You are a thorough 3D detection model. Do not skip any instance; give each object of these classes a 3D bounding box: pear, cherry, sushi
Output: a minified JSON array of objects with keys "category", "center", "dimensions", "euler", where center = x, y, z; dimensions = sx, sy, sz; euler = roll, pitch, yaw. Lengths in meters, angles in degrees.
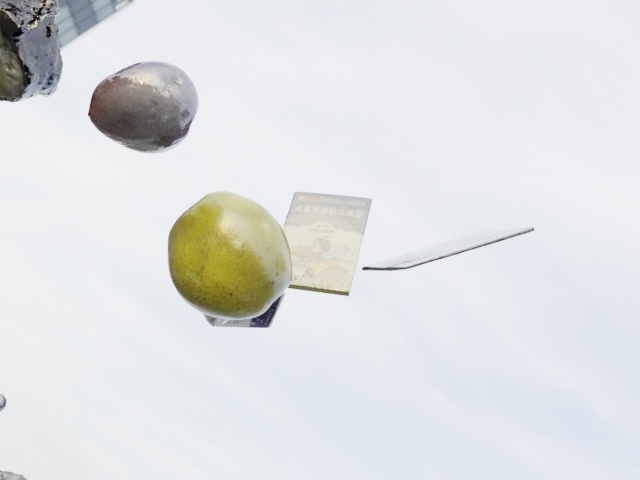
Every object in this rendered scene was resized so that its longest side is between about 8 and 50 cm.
[{"category":"pear","center":[-0.197,0.042,1.858],"dimensions":[0.294,0.294,0.294],"euler":[28,-35,23]},{"category":"cherry","center":[-0.362,-0.284,1.773],"dimensions":[0.183,0.266,0.213],"euler":[64,-34,26]},{"category":"sushi","center":[-0.671,-0.482,1.838],"dimensions":[0.234,0.207,0.348],"euler":[1,-71,35]}]

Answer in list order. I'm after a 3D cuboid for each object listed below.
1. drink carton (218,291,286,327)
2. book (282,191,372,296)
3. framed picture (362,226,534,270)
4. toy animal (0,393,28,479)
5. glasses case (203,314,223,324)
[{"category":"drink carton","center":[-0.233,0.181,2.485],"dimensions":[0.102,0.222,0.134],"euler":[46,-62,41]},{"category":"book","center":[0.000,0.000,2.226],"dimensions":[0.228,0.322,0.018],"euler":[6,-36,12]},{"category":"framed picture","center":[0.280,0.021,1.867],"dimensions":[0.244,0.324,0.013],"euler":[175,-101,-71]},{"category":"toy animal","center":[-0.622,0.354,1.360],"dimensions":[0.303,0.194,0.344],"euler":[7,-45,-15]},{"category":"glasses case","center":[-0.273,0.148,2.198],"dimensions":[0.321,0.082,0.122],"euler":[132,-61,-69]}]
